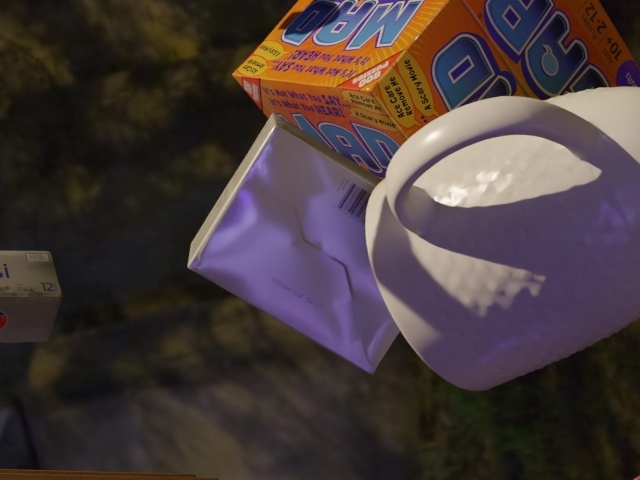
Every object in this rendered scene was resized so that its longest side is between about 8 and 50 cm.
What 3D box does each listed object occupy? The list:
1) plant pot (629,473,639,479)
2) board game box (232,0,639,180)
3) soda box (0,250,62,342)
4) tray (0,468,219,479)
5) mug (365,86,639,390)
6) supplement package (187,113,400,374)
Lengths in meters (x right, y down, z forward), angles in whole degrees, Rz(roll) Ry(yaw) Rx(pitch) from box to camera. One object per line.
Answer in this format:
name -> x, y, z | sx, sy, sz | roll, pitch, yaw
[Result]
plant pot -> 0.436, 0.346, 1.442 | 0.180, 0.201, 0.201 | 87, 171, -72
board game box -> 0.174, -0.226, 1.804 | 0.356, 0.356, 0.356 | 49, 163, -30
soda box -> -0.499, 0.076, 1.677 | 0.098, 0.286, 0.091 | -64, 37, 39
tray -> -0.316, 0.242, 1.113 | 0.203, 0.411, 0.076 | -16, 69, 49
mug -> 0.229, -0.035, 1.354 | 0.374, 0.328, 0.276 | 29, -136, -41
supplement package -> 0.000, 0.000, 1.554 | 0.204, 0.262, 0.145 | -58, 10, 7
